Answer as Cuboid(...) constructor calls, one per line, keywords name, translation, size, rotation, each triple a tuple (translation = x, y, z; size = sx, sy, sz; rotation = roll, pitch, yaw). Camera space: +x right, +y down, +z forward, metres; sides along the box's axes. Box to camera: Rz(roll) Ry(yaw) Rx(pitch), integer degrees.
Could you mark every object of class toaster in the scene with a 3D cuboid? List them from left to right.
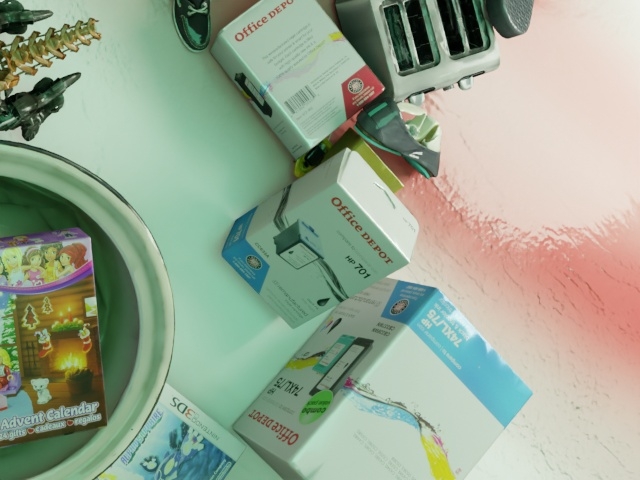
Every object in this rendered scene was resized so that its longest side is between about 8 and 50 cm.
Cuboid(name="toaster", translation=(0.121, -0.268, 1.426), size=(0.168, 0.110, 0.185), rotation=(-20, 101, -22))

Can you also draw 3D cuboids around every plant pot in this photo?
Cuboid(name="plant pot", translation=(0.039, -0.076, 1.385), size=(0.083, 0.081, 0.081), rotation=(-43, 109, 5))

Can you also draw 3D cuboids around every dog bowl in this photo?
Cuboid(name="dog bowl", translation=(-0.370, 0.086, 1.189), size=(0.408, 0.150, 0.407), rotation=(-6, 104, -24))

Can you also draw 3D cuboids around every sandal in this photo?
Cuboid(name="sandal", translation=(0.250, -0.364, 1.467), size=(0.097, 0.054, 0.254), rotation=(51, 47, -31))

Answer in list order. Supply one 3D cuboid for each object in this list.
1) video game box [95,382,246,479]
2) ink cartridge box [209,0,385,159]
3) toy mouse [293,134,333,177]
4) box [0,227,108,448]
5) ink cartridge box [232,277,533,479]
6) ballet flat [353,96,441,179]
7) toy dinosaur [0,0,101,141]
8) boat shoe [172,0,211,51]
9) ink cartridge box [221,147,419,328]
Cuboid(name="video game box", translation=(-0.209, 0.274, 1.323), size=(0.187, 0.048, 0.205), rotation=(44, 74, -34))
Cuboid(name="ink cartridge box", translation=(-0.029, -0.208, 1.367), size=(0.127, 0.072, 0.175), rotation=(-40, 94, -16))
Cuboid(name="toy mouse", translation=(0.018, -0.064, 1.436), size=(0.143, 0.031, 0.161), rotation=(41, 77, -20))
Cuboid(name="box", translation=(-0.360, 0.107, 1.082), size=(0.293, 0.057, 0.200), rotation=(-9, 105, -23))
Cuboid(name="ink cartridge box", translation=(0.073, 0.210, 1.386), size=(0.197, 0.198, 0.270), rotation=(47, 75, -19))
Cuboid(name="ballet flat", translation=(0.114, -0.130, 1.404), size=(0.203, 0.074, 0.074), rotation=(24, 82, -59))
Cuboid(name="toy dinosaur", translation=(-0.363, -0.155, 1.157), size=(0.322, 0.218, 0.164), rotation=(6, 111, 17))
Cuboid(name="boat shoe", translation=(-0.151, -0.289, 1.345), size=(0.046, 0.038, 0.125), rotation=(-6, 95, -23))
Cuboid(name="ink cartridge box", translation=(0.000, 0.000, 1.348), size=(0.139, 0.191, 0.082), rotation=(47, 34, -19))
